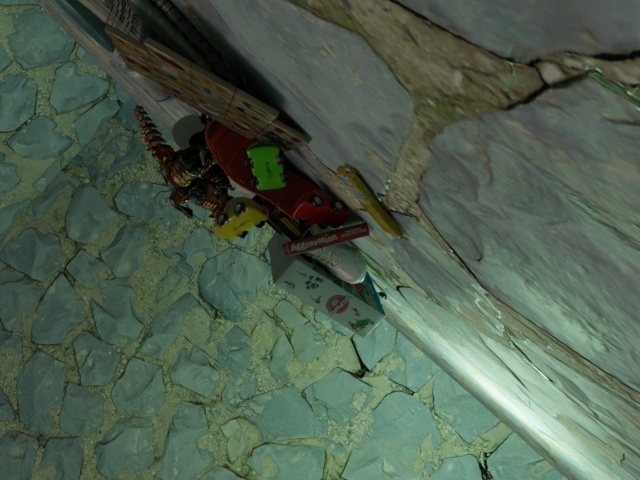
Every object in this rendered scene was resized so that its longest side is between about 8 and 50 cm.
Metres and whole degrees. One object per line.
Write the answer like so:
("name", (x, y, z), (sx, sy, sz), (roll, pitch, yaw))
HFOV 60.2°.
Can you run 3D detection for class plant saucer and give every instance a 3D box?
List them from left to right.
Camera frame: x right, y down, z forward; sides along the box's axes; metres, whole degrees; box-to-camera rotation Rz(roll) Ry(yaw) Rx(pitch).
("plant saucer", (-0.609, -0.583, 1.314), (0.317, 0.044, 0.317), (42, 175, 4))

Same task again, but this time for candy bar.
("candy bar", (0.071, -0.047, 0.746), (0.040, 0.018, 0.161), (31, 169, 49))

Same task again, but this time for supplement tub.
("supplement tub", (-0.359, -0.352, 1.185), (0.071, 0.071, 0.107), (39, 175, 36))

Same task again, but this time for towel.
("towel", (-0.272, -0.324, 0.803), (0.324, 0.056, 0.312), (44, 175, -23))

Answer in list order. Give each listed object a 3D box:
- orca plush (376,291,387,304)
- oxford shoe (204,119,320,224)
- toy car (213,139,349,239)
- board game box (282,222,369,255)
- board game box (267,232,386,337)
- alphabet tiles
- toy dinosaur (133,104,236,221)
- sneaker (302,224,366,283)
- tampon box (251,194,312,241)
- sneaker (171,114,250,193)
("orca plush", (0.113, 0.193, 1.792), (0.151, 0.102, 0.287), (4, -162, -32))
("oxford shoe", (-0.104, -0.125, 1.043), (0.271, 0.097, 0.098), (42, -179, -4))
("toy car", (-0.076, -0.091, 0.913), (0.225, 0.238, 0.053), (82, -179, -55))
("board game box", (0.000, 0.000, 1.077), (0.281, 0.144, 0.027), (169, 85, -84))
("board game box", (0.012, 0.100, 1.476), (0.303, 0.097, 0.224), (34, -162, -24))
("alphabet tiles", (-0.160, -0.204, 0.803), (0.285, 0.011, 0.342), (28, 179, -14))
("toy dinosaur", (-0.273, -0.172, 1.231), (0.164, 0.218, 0.322), (39, 174, 39))
("sneaker", (0.009, 0.031, 1.359), (0.232, 0.091, 0.115), (38, -159, 27))
("tampon box", (-0.084, -0.075, 1.277), (0.120, 0.101, 0.161), (43, 176, -16))
("sneaker", (-0.281, -0.225, 1.514), (0.292, 0.108, 0.169), (38, 171, 33))
